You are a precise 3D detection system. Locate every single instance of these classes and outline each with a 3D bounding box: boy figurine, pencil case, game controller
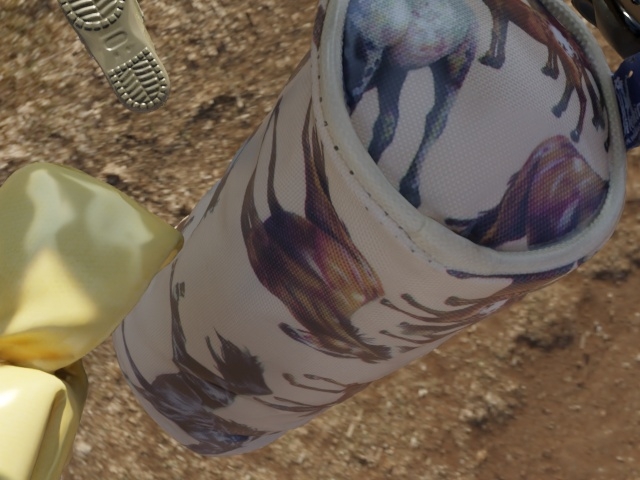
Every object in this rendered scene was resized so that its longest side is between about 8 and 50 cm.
[{"bbox_3d":[-0.137,0.108,0.497,0.092,0.177,0.285,16,90,-3],"label":"boy figurine"},{"bbox_3d":[0.000,0.000,0.614,0.160,0.410,0.183,34,60,-8],"label":"pencil case"},{"bbox_3d":[0.383,-0.181,1.120,0.319,0.166,0.067,22,116,-31],"label":"game controller"}]

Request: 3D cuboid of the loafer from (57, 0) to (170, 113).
[{"bbox_3d":[-0.159,-0.160,0.839,0.056,0.050,0.148,-23,87,-7],"label":"loafer"}]
